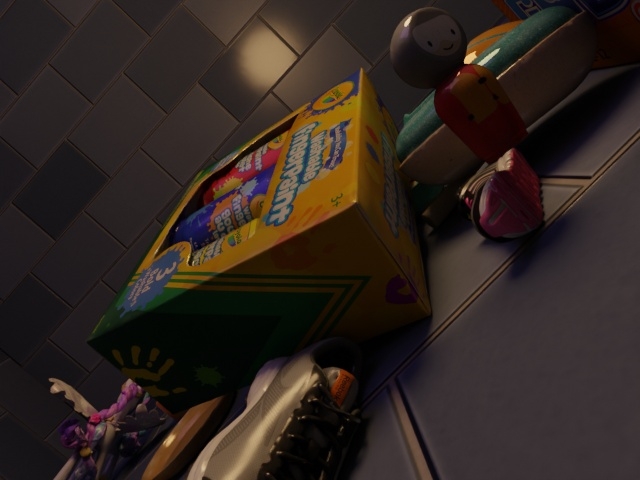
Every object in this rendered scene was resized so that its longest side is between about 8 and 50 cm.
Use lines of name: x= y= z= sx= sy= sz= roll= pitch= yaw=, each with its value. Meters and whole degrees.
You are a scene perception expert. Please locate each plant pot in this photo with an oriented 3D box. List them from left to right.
plant pot: x=-0.238 y=0.355 z=0.875 sx=0.236 sy=0.032 sz=0.236 roll=-46 pitch=6 yaw=6

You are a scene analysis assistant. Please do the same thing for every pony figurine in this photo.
pony figurine: x=-0.583 y=0.514 z=1.242 sx=0.351 sy=0.302 sz=0.364 roll=117 pitch=176 yaw=-66

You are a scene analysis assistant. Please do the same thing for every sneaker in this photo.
sneaker: x=-0.022 y=0.161 z=0.380 sx=0.108 sy=0.100 sz=0.271 roll=-39 pitch=9 yaw=20
sneaker: x=0.171 y=-0.035 z=0.467 sx=0.075 sy=0.063 sz=0.170 roll=-42 pitch=3 yaw=37

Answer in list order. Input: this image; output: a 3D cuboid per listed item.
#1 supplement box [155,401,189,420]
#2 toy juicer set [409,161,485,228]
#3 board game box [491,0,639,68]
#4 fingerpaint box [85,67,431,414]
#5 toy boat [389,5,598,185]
supplement box: x=-0.309 y=0.353 z=1.153 sx=0.233 sy=0.080 sz=0.078 roll=-45 pitch=7 yaw=31
toy juicer set: x=0.134 y=-0.066 z=0.764 sx=0.209 sy=0.089 sz=0.329 roll=-50 pitch=8 yaw=-30
board game box: x=0.353 y=-0.451 z=0.502 sx=0.356 sy=0.356 sz=0.356 roll=-45 pitch=7 yaw=16
fingerpaint box: x=-0.062 y=-0.031 z=0.675 sx=0.371 sy=0.163 sz=0.445 roll=-26 pitch=28 yaw=22
toy boat: x=0.172 y=-0.171 z=0.525 sx=0.267 sy=0.148 sz=0.318 roll=-40 pitch=-4 yaw=27
